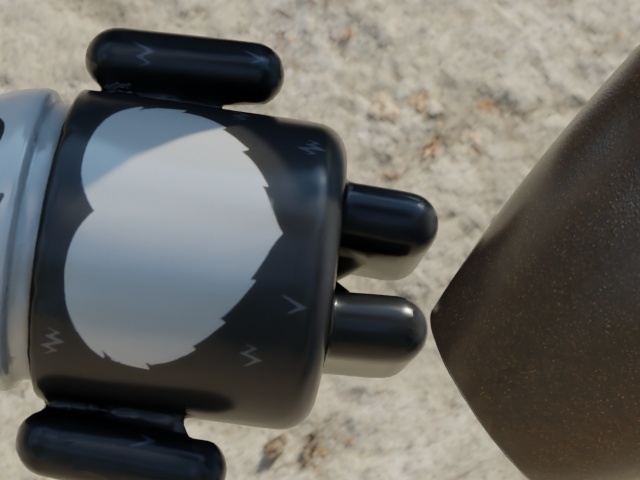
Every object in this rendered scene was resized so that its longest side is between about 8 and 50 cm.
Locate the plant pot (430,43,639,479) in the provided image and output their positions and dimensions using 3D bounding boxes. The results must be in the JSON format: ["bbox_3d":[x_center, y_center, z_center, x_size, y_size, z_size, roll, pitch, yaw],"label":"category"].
[{"bbox_3d":[0.171,0.010,0.601,0.215,0.230,0.215,49,15,-18],"label":"plant pot"}]

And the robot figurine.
[{"bbox_3d":[-0.081,0.009,0.720,0.278,0.173,0.209,8,38,-2],"label":"robot figurine"}]
